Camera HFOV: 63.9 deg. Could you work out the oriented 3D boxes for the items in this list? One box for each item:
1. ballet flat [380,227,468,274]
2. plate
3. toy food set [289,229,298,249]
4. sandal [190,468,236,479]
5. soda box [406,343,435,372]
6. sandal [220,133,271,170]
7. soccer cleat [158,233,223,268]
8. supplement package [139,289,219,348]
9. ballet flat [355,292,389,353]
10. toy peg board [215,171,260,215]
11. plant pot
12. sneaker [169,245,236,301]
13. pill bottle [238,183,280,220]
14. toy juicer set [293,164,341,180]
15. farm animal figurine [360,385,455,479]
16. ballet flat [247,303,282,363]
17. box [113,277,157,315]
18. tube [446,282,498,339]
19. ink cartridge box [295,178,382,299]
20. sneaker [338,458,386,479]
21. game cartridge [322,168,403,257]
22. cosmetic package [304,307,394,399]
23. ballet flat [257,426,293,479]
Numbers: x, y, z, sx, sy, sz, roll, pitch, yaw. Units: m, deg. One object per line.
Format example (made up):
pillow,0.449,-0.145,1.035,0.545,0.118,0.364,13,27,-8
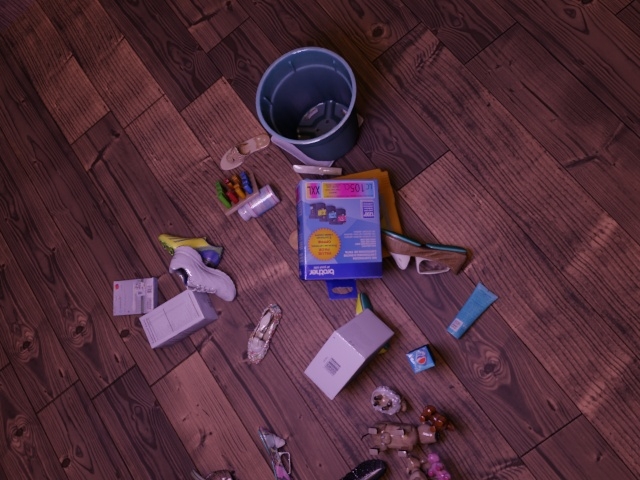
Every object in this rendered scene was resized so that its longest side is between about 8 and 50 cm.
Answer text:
ballet flat,0.345,0.052,1.807,0.343,0.116,0.124,13,100,-6
plate,-0.012,-0.433,2.035,0.277,0.045,0.278,36,91,17
toy food set,-0.082,-0.006,1.994,0.083,0.020,0.083,32,90,17
sandal,-0.332,0.890,1.874,0.303,0.120,0.086,11,56,14
soda box,0.340,0.393,1.721,0.071,0.210,0.067,-25,76,8
sandal,-0.320,-0.371,2.084,0.240,0.079,0.088,-26,75,9
soccer cleat,-0.523,0.027,2.078,0.289,0.093,0.121,20,61,19
supplement package,-0.550,0.303,2.001,0.244,0.134,0.139,-30,75,7
ballet flat,0.167,0.304,1.855,0.077,0.077,0.230,-30,76,25
toy peg board,-0.336,-0.204,2.019,0.161,0.079,0.161,-33,38,7
plant pot,-0.011,-0.452,1.841,0.342,0.334,0.340,-2,80,14
sneaker,-0.454,0.152,1.956,0.297,0.129,0.111,38,130,-18
pill bottle,-0.244,-0.146,2.023,0.160,0.087,0.087,-33,75,7
toy juicer set,0.043,-0.169,1.912,0.210,0.089,0.328,-17,78,-8
farm animal figurine,0.305,0.683,1.716,0.327,0.172,0.329,12,92,28
ballet flat,-0.224,0.351,1.941,0.091,0.077,0.240,20,87,16
box,-0.763,0.232,2.117,0.187,0.038,0.145,-7,79,12
tube,0.522,0.250,1.787,0.080,0.052,0.207,40,87,12
ink cartridge box,0.062,-0.002,1.739,0.270,0.151,0.394,-2,87,-8
sneaker,0.129,0.870,1.767,0.283,0.107,0.124,-38,89,9
game cartridge,0.142,-0.081,1.855,0.286,0.053,0.323,-14,90,-11
cosmetic package,0.100,0.380,1.738,0.138,0.225,0.224,42,122,15
ballet flat,-0.155,0.774,1.862,0.079,0.077,0.221,-20,81,-9
